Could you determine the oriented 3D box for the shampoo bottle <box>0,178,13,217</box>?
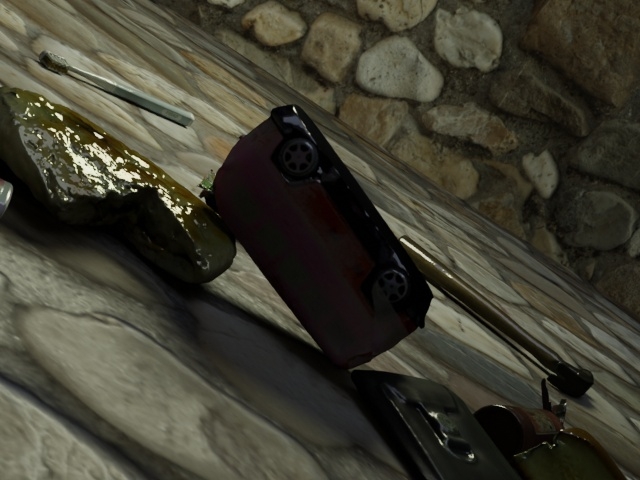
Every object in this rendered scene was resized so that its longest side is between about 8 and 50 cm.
[{"bbox_3d":[-0.327,-0.052,1.050,0.099,0.043,0.072,32,12,-19],"label":"shampoo bottle"}]

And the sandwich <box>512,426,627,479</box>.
[{"bbox_3d":[0.298,0.290,1.265,0.244,0.090,0.088,51,4,-10],"label":"sandwich"}]

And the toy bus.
[{"bbox_3d":[0.000,0.000,1.342,0.302,0.147,0.127,54,4,3],"label":"toy bus"}]

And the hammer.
[{"bbox_3d":[0.311,0.136,2.159,0.440,0.044,0.168,38,10,17],"label":"hammer"}]

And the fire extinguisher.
[{"bbox_3d":[0.267,0.230,1.468,0.075,0.106,0.252,19,2,32],"label":"fire extinguisher"}]

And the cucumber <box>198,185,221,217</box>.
[{"bbox_3d":[-0.049,-0.013,1.656,0.294,0.067,0.067,27,14,-29],"label":"cucumber"}]

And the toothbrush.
[{"bbox_3d":[-0.320,-0.242,1.904,0.030,0.025,0.342,48,16,32],"label":"toothbrush"}]

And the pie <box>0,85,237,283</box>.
[{"bbox_3d":[-0.237,-0.069,1.302,0.338,0.075,0.337,37,9,-6],"label":"pie"}]

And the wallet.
[{"bbox_3d":[0.143,0.229,1.271,0.169,0.052,0.245,22,19,-40],"label":"wallet"}]

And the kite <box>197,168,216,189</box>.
[{"bbox_3d":[-0.106,-0.045,1.768,0.198,0.006,0.244,22,17,-51],"label":"kite"}]
